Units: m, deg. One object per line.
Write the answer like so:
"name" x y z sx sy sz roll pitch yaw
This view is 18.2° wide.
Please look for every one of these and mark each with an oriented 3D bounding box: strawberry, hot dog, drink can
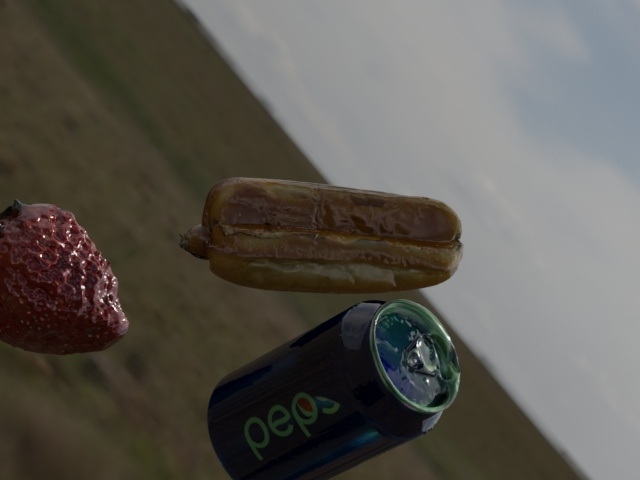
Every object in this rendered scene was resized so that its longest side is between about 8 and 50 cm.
"strawberry" -0.250 0.044 1.780 0.148 0.131 0.131 54 1 7
"hot dog" 0.000 0.000 1.721 0.076 0.249 0.102 117 -26 -61
"drink can" 0.009 0.126 1.592 0.118 0.205 0.118 24 52 -34
